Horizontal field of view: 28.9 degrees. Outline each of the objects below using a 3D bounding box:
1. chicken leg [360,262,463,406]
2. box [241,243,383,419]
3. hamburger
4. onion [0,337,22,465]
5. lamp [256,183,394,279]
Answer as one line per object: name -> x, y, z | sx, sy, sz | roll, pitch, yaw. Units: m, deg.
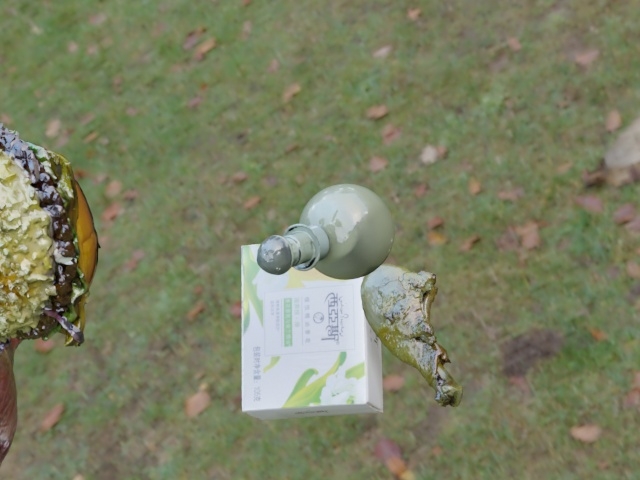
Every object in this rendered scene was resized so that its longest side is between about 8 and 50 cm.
chicken leg -> 0.103, 0.093, 1.292 | 0.093, 0.070, 0.178 | -43, 50, 22
box -> -0.013, 0.131, 1.861 | 0.194, 0.111, 0.260 | -7, 71, 15
hamburger -> -0.330, 0.003, 1.257 | 0.261, 0.243, 0.138 | 13, 25, 35
onion -> -0.555, 0.196, 1.803 | 0.347, 0.348, 0.385 | 12, 38, 43
lamp -> 0.000, 0.000, 1.133 | 0.091, 0.091, 0.163 | 0, 11, 35
